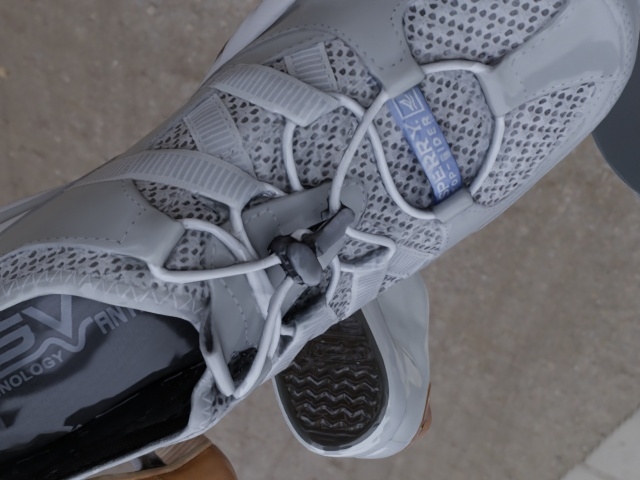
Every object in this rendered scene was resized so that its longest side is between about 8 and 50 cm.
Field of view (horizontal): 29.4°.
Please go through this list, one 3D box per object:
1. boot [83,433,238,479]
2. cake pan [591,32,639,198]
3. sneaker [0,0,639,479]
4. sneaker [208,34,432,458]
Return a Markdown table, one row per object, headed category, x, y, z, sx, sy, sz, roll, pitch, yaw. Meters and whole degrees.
| category | x | y | z | sx | sy | sz | roll | pitch | yaw |
| --- | --- | --- | --- | --- | --- | --- | --- | --- | --- |
| boot | -0.189 | 0.328 | 1.274 | 0.220 | 0.283 | 0.109 | 52 | 142 | -6 |
| cake pan | 0.322 | -0.144 | 0.968 | 0.054 | 0.293 | 0.293 | -2 | 180 | -40 |
| sneaker | -0.018 | 0.006 | 0.364 | 0.105 | 0.281 | 0.115 | 54 | -176 | -27 |
| sneaker | 0.000 | 0.000 | 0.775 | 0.106 | 0.290 | 0.123 | -20 | 160 | 21 |
